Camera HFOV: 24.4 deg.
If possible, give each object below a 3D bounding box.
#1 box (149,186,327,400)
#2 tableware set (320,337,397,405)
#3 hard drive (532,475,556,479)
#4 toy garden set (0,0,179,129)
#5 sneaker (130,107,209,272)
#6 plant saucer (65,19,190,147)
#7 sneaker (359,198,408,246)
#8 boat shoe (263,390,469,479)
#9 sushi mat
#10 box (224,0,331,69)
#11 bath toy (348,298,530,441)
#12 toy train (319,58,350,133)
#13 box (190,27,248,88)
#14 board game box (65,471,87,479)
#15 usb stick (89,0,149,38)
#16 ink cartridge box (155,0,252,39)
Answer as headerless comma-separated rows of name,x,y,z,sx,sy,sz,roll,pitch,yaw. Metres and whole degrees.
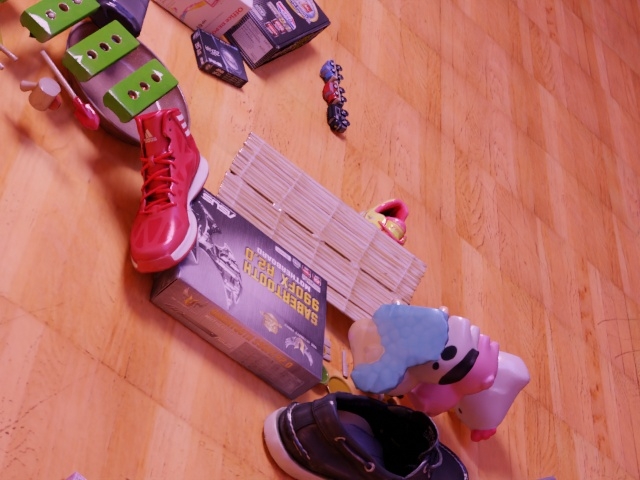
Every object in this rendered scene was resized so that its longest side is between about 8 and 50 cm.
box,-0.093,0.061,1.797,0.231,0.056,0.183,38,31,-24
tableware set,0.039,0.174,1.895,0.154,0.024,0.104,36,33,-28
hard drive,0.308,0.379,2.056,0.135,0.022,0.094,3,55,-54
toy garden set,-0.316,-0.219,1.746,0.244,0.049,0.204,44,39,0
sneaker,-0.194,-0.071,1.714,0.221,0.087,0.128,-87,161,-51
plant saucer,-0.250,-0.188,1.869,0.198,0.036,0.198,36,32,-27
sneaker,0.075,0.006,2.062,0.081,0.094,0.208,43,31,-19
boat shoe,0.088,0.250,1.788,0.340,0.113,0.127,28,37,-37
sushi mat,0.000,0.000,1.959,0.316,0.019,0.151,37,55,-15
box,-0.123,-0.402,2.265,0.270,0.060,0.216,52,29,0
bath toy,0.158,0.177,1.931,0.348,0.151,0.129,31,69,-56
toy train,0.020,-0.228,2.315,0.036,0.027,0.158,21,41,-27
box,-0.144,-0.260,2.118,0.083,0.018,0.067,23,40,-42
board game box,-0.216,0.280,1.413,0.090,0.020,0.090,42,29,-19
usb stick,-0.258,-0.338,1.970,0.077,0.045,0.278,33,24,-16
ink cartridge box,-0.169,-0.352,2.113,0.122,0.088,0.052,34,34,-31
